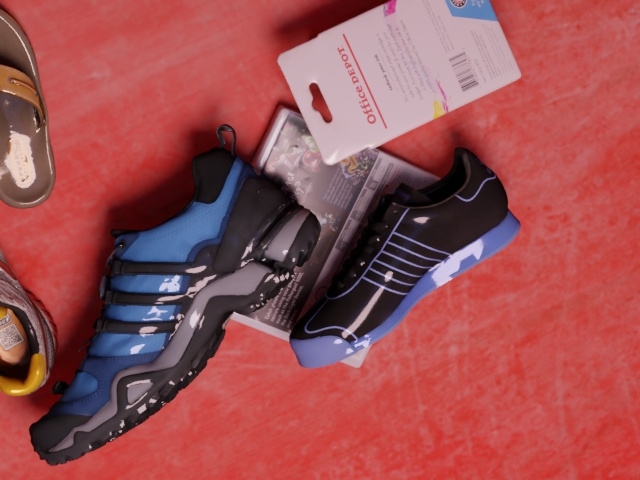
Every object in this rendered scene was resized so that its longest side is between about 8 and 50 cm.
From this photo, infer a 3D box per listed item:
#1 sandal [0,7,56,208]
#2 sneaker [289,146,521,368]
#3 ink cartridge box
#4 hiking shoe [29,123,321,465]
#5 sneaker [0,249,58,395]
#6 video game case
[{"bbox_3d":[-0.254,-0.107,1.002,0.072,0.049,0.180,-16,109,-9],"label":"sandal"},{"bbox_3d":[0.058,0.012,1.078,0.232,0.081,0.090,-36,109,-8],"label":"sneaker"},{"bbox_3d":[0.061,-0.144,1.051,0.181,0.061,0.104,-25,96,-5],"label":"ink cartridge box"},{"bbox_3d":[-0.141,0.055,1.048,0.304,0.113,0.132,-44,84,0],"label":"hiking shoe"},{"bbox_3d":[-0.285,0.031,1.013,0.088,0.093,0.225,-36,110,-1],"label":"sneaker"},{"bbox_3d":[0.000,0.000,1.111,0.173,0.022,0.190,23,101,-19],"label":"video game case"}]
